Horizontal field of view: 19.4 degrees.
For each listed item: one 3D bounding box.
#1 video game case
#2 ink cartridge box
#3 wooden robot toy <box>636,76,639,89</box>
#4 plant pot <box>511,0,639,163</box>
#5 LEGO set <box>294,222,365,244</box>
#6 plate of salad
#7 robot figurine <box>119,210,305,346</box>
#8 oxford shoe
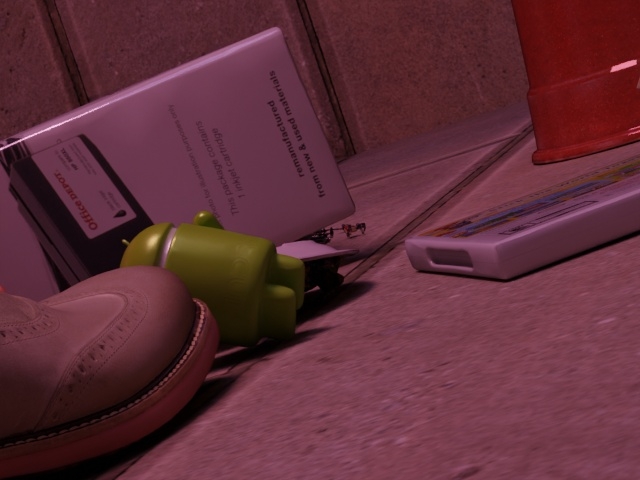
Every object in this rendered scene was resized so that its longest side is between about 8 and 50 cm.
[{"bbox_3d":[0.183,-0.025,1.176,0.227,0.026,0.206,-20,5,-11],"label":"video game case"},{"bbox_3d":[-0.207,-0.012,1.528,0.394,0.166,0.285,-24,5,-13],"label":"ink cartridge box"},{"bbox_3d":[0.282,-0.098,1.315,0.079,0.076,0.173,19,-7,26],"label":"wooden robot toy"},{"bbox_3d":[0.292,-0.240,1.787,0.272,0.265,0.272,-18,4,1],"label":"plant pot"},{"bbox_3d":[0.002,0.000,1.646,0.083,0.023,0.054,-6,2,-21],"label":"LEGO set"},{"bbox_3d":[-0.069,0.038,1.264,0.199,0.048,0.200,-12,-3,-1],"label":"plate of salad"},{"bbox_3d":[-0.068,0.026,1.120,0.115,0.067,0.101,10,49,6],"label":"robot figurine"},{"bbox_3d":[-0.176,0.052,0.895,0.140,0.147,0.397,-17,5,27],"label":"oxford shoe"}]
